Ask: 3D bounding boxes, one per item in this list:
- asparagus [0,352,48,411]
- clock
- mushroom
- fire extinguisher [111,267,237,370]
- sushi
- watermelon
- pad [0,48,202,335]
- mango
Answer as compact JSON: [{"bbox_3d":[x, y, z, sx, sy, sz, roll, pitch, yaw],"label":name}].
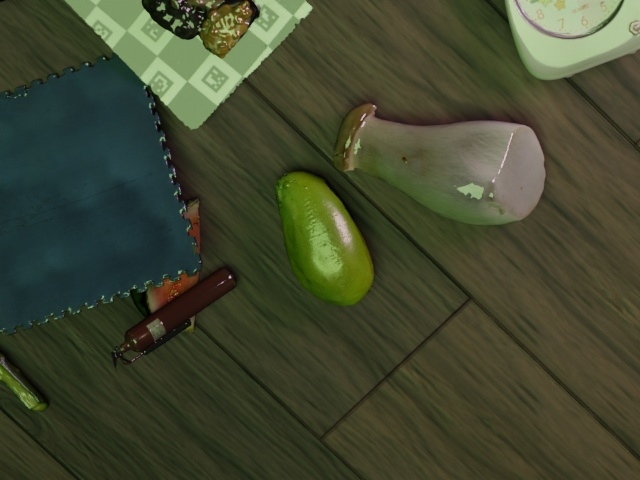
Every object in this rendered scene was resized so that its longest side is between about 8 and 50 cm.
[{"bbox_3d":[-0.362,0.162,2.100,0.025,0.021,0.108,-38,98,17],"label":"asparagus"},{"bbox_3d":[0.260,-0.274,1.863,0.151,0.062,0.191,-19,103,13],"label":"clock"},{"bbox_3d":[0.127,-0.080,1.932,0.225,0.093,0.116,8,89,15],"label":"mushroom"},{"bbox_3d":[-0.169,0.091,2.006,0.173,0.049,0.035,-34,84,-21],"label":"fire extinguisher"},{"bbox_3d":[-0.150,-0.254,1.918,0.215,0.050,0.192,44,100,-6],"label":"sushi"},{"bbox_3d":[-0.185,0.034,2.013,0.087,0.069,0.163,5,109,7],"label":"watermelon"},{"bbox_3d":[-0.286,-0.052,1.991,0.269,0.012,0.269,-16,86,13],"label":"pad"},{"bbox_3d":[0.000,0.000,1.974,0.091,0.074,0.165,-27,101,16],"label":"mango"}]
